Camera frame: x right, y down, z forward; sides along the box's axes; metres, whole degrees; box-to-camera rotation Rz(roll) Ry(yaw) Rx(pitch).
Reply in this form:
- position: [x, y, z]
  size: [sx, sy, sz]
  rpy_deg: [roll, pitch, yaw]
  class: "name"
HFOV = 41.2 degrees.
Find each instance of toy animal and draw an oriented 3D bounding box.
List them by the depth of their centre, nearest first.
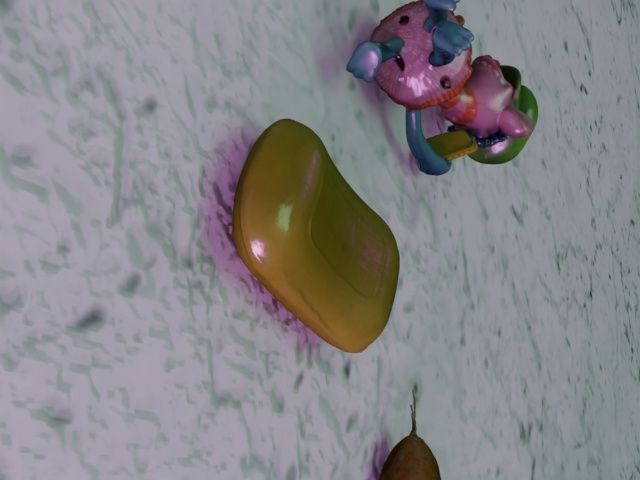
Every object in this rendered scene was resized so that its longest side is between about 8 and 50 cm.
- position: [0.085, -0.101, 0.586]
  size: [0.208, 0.100, 0.103]
  rpy_deg: [24, 87, -65]
  class: "toy animal"

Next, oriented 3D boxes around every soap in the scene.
- position: [-0.001, 0.000, 0.453]
  size: [0.140, 0.045, 0.089]
  rpy_deg: [48, 43, -43]
  class: "soap"

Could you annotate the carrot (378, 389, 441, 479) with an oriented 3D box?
- position: [0.047, 0.227, 0.478]
  size: [0.078, 0.078, 0.298]
  rpy_deg: [47, 42, -45]
  class: "carrot"
